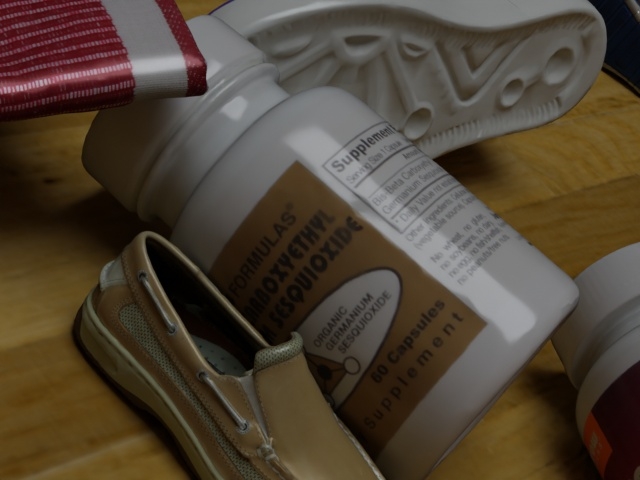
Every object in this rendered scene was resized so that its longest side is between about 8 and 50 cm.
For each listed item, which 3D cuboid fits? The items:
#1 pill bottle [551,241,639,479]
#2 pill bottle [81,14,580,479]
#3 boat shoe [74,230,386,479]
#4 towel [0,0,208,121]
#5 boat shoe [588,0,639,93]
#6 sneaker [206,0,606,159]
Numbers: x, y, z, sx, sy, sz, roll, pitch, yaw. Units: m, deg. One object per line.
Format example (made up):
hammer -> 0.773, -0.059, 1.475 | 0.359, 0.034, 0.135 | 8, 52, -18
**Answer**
pill bottle -> 0.208, 0.111, 0.831 | 0.121, 0.121, 0.221 | 11, 39, -34
pill bottle -> 0.000, 0.000, 0.773 | 0.229, 0.131, 0.131 | 41, 32, 10
boat shoe -> -0.028, 0.072, 0.706 | 0.190, 0.072, 0.068 | 40, 32, 8
towel -> -0.239, -0.131, 0.712 | 0.329, 0.037, 0.237 | -9, 50, -23
boat shoe -> 0.250, -0.175, 1.314 | 0.183, 0.066, 0.066 | 45, 27, -3
sneaker -> 0.000, -0.149, 1.007 | 0.323, 0.130, 0.236 | -11, 37, -36
